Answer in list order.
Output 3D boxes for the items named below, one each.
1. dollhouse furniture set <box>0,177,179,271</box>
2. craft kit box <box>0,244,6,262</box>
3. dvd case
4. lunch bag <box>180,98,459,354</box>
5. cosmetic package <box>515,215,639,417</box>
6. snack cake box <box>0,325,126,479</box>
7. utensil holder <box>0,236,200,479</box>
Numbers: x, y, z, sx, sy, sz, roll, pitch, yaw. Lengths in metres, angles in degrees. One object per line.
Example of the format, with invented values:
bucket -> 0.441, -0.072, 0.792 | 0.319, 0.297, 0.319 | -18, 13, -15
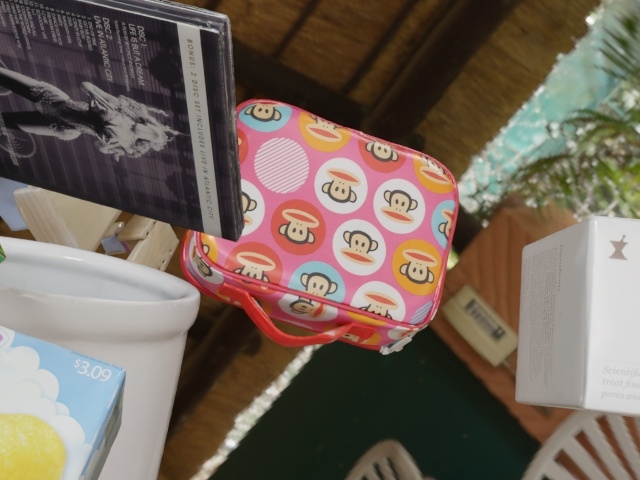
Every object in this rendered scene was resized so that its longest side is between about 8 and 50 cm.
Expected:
dollhouse furniture set -> -0.429, -0.028, 1.378 | 0.286, 0.303, 0.198 | 66, -149, -34
craft kit box -> -0.331, -0.106, 0.615 | 0.061, 0.250, 0.246 | -41, -49, -4
dvd case -> -0.152, -0.083, 0.537 | 0.164, 0.221, 0.018 | 91, -162, -51
lunch bag -> 0.000, 0.000, 1.042 | 0.120, 0.293, 0.258 | 132, 155, -62
cosmetic package -> 0.266, 0.072, 0.790 | 0.151, 0.151, 0.183 | 6, -8, -3
snack cake box -> -0.258, 0.107, 0.506 | 0.089, 0.264, 0.152 | 111, 177, -55
utensil holder -> -0.315, 0.208, 0.936 | 0.328, 0.328, 0.385 | 1, -79, -63
